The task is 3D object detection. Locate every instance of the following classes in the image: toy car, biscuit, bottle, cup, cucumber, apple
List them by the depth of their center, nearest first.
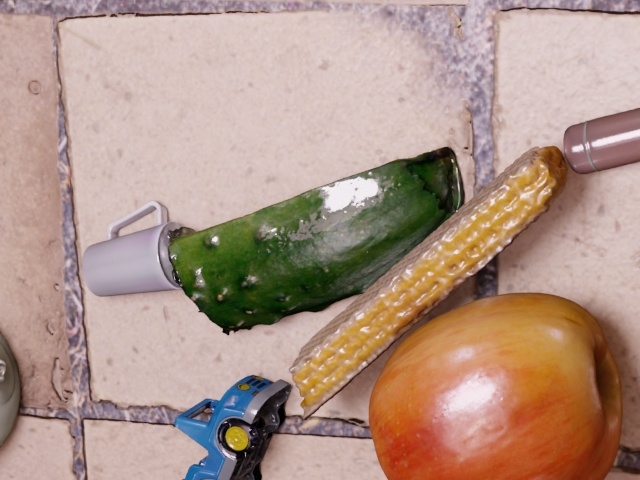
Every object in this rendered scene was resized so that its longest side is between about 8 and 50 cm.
[{"bbox_3d":[0.311,-0.103,1.839,0.140,0.053,0.053,-13,97,24],"label":"bottle"},{"bbox_3d":[0.185,0.176,1.860,0.241,0.242,0.242,-26,92,23],"label":"apple"},{"bbox_3d":[0.104,0.039,1.899,0.054,0.094,0.379,46,114,-4],"label":"biscuit"},{"bbox_3d":[0.000,0.003,1.971,0.325,0.105,0.145,-21,94,23],"label":"cucumber"},{"bbox_3d":[-0.110,0.229,2.070,0.100,0.097,0.191,29,112,15],"label":"toy car"},{"bbox_3d":[-0.202,0.010,2.078,0.116,0.074,0.104,-10,75,29],"label":"cup"}]

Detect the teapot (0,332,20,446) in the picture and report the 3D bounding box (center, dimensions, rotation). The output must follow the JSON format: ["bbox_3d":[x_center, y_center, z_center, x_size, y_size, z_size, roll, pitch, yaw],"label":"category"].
[{"bbox_3d":[-0.497,0.136,2.179,0.318,0.149,0.220,36,112,10],"label":"teapot"}]
